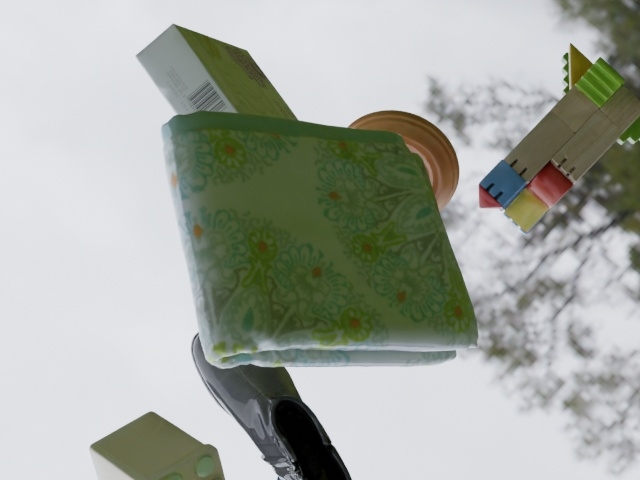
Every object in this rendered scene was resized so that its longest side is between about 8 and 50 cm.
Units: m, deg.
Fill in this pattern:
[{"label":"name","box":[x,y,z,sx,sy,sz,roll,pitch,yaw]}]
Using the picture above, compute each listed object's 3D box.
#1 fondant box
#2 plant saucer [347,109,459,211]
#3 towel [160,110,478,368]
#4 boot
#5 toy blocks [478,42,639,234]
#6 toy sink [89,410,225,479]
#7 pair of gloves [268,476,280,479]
[{"label":"fondant box","box":[-0.156,-0.238,2.624,0.238,0.096,0.330,54,-166,12]},{"label":"plant saucer","box":[0.114,-0.106,2.334,0.200,0.200,0.037,35,-146,-9]},{"label":"towel","box":[0.000,0.000,1.848,0.374,0.090,0.320,2,-123,-31]},{"label":"boot","box":[-0.060,0.239,2.140,0.338,0.118,0.223,50,168,7]},{"label":"toy blocks","box":[0.346,-0.123,2.246,0.191,0.261,0.381,44,-176,5]},{"label":"toy sink","box":[-0.221,0.380,2.264,0.131,0.153,0.234,-28,-150,-29]},{"label":"pair of gloves","box":[-0.116,0.436,2.393,0.159,0.198,0.023,-73,-37,-63]}]
